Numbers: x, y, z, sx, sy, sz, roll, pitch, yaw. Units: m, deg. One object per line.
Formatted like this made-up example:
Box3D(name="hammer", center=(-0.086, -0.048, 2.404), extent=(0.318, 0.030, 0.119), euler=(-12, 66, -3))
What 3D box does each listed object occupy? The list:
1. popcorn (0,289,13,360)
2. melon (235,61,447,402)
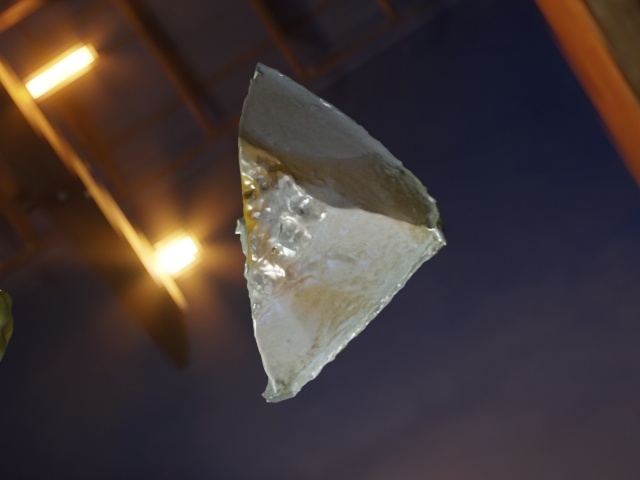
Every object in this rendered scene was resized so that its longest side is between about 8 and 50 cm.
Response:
Box3D(name="popcorn", center=(-0.352, 0.040, 1.499), extent=(0.286, 0.173, 0.225), euler=(32, 174, 32))
Box3D(name="melon", center=(0.005, -0.001, 1.140), extent=(0.093, 0.140, 0.202), euler=(-38, -53, -71))
